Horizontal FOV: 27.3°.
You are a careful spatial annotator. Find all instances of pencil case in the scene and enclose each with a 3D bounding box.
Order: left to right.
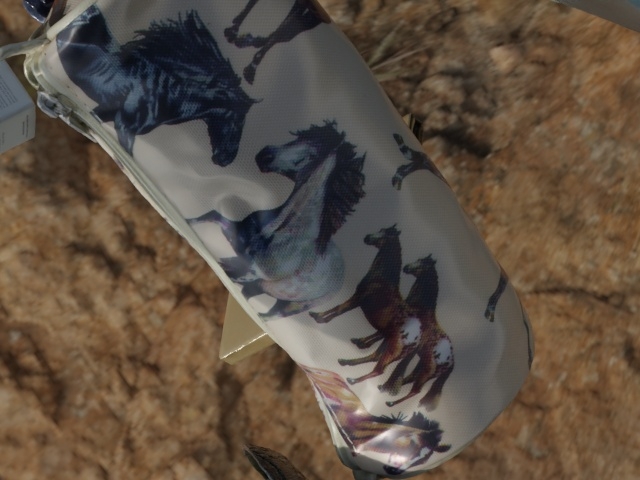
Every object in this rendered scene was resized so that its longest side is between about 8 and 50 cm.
[{"bbox_3d":[-0.019,-0.023,0.852,0.183,0.160,0.410,-38,110,-4],"label":"pencil case"}]

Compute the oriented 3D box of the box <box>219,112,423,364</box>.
[{"bbox_3d":[0.000,0.000,1.086,0.201,0.164,0.021,-29,127,35],"label":"box"}]

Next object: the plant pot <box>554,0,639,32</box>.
[{"bbox_3d":[0.167,-0.287,0.823,0.252,0.247,0.248,19,103,-31],"label":"plant pot"}]

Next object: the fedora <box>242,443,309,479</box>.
[{"bbox_3d":[0.009,0.300,0.959,0.334,0.334,0.152,45,82,4],"label":"fedora"}]

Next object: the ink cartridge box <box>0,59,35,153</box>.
[{"bbox_3d":[-0.376,-0.122,1.237,0.127,0.175,0.072,54,157,12],"label":"ink cartridge box"}]
